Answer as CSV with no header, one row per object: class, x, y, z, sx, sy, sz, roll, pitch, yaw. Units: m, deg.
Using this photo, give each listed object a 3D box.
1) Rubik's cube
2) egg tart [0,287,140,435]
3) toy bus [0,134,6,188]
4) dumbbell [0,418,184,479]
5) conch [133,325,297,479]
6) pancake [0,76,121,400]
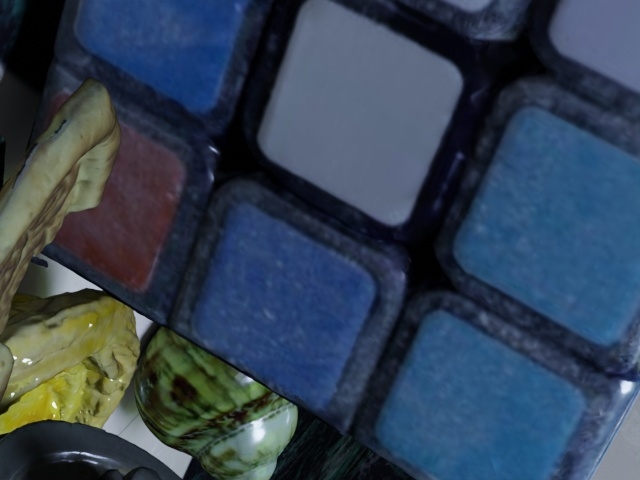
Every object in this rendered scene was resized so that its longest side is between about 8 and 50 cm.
Rubik's cube,0.092,-0.111,0.736,0.359,0.362,0.363,-34,154,-54
egg tart,-0.226,0.125,0.809,0.279,0.095,0.279,-45,165,-15
toy bus,-0.221,0.011,0.535,0.182,0.103,0.091,-52,178,-27
dumbbell,-0.156,0.224,0.710,0.290,0.192,0.192,-54,168,28
conch,-0.070,0.121,1.145,0.187,0.181,0.124,-18,-155,9
pancake,-0.152,0.035,0.588,0.235,0.029,0.212,-61,-178,17
